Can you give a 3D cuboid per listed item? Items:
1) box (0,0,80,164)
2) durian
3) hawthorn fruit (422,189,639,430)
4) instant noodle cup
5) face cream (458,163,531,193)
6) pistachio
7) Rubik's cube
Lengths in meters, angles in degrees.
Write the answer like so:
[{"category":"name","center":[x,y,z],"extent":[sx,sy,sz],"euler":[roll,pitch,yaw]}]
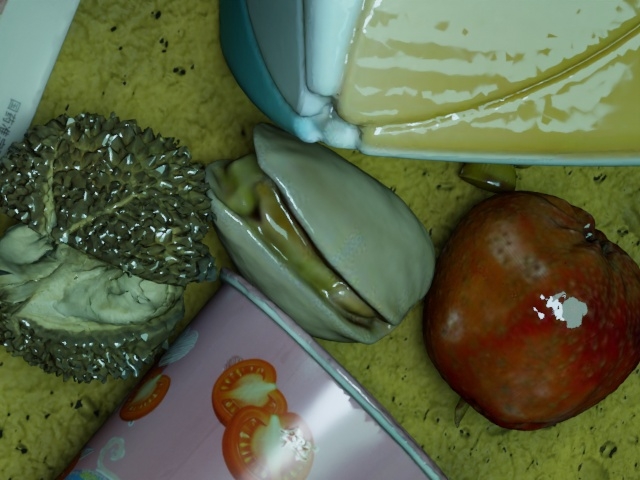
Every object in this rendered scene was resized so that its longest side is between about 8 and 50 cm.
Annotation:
[{"category":"box","center":[-0.277,-0.164,1.223],"extent":[0.214,0.069,0.353],"euler":[23,89,-28]},{"category":"durian","center":[-0.152,-0.003,1.246],"extent":[0.167,0.196,0.196],"euler":[34,81,-6]},{"category":"hawthorn fruit","center":[0.156,0.067,1.430],"extent":[0.179,0.179,0.200],"euler":[23,120,-28]},{"category":"instant noodle cup","center":[-0.065,0.181,1.299],"extent":[0.231,0.243,0.243],"euler":[-44,115,-7]},{"category":"face cream","center":[0.161,-0.126,1.460],"extent":[0.072,0.051,0.182],"euler":[20,87,-27]},{"category":"pistachio","center":[0.000,0.000,1.342],"extent":[0.126,0.152,0.223],"euler":[-35,141,17]},{"category":"Rubik's cube","center":[0.125,-0.244,1.222],"extent":[0.347,0.351,0.352],"euler":[0,105,-13]}]
